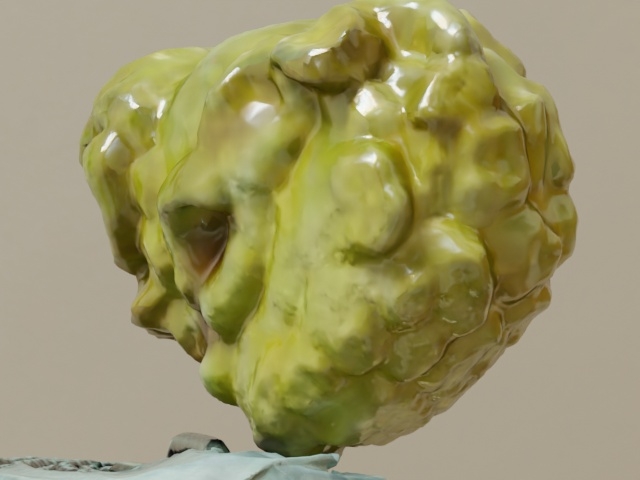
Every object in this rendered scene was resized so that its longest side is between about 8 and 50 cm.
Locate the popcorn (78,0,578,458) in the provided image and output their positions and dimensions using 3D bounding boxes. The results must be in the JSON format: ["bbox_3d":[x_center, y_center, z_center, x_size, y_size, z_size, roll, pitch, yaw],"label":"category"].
[{"bbox_3d":[0.000,0.000,0.995,0.174,0.286,0.225,-1,-94,-43],"label":"popcorn"}]

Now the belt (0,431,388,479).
[{"bbox_3d":[-0.077,0.167,0.954,0.207,0.257,0.150,4,-95,-14],"label":"belt"}]
